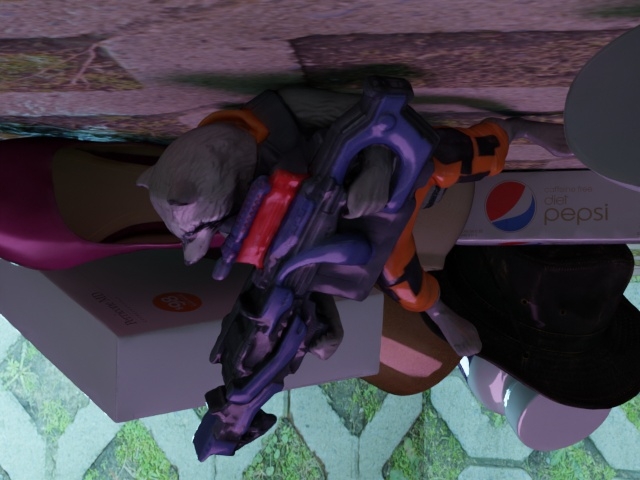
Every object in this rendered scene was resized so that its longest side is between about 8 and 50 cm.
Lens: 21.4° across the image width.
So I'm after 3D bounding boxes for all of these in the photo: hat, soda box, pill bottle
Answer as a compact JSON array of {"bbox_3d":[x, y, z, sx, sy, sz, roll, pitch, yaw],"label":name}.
[{"bbox_3d":[0.259,0.027,1.908,0.331,0.331,0.134,3,133,-32],"label":"hat"},{"bbox_3d":[0.238,-0.033,1.744,0.216,0.074,0.069,0,176,18],"label":"soda box"},{"bbox_3d":[0.237,0.107,2.061,0.169,0.169,0.301,3,-142,-26],"label":"pill bottle"}]

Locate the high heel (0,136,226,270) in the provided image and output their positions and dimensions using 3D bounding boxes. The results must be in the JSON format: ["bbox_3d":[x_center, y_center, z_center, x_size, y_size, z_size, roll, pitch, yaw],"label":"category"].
[{"bbox_3d":[-0.146,-0.053,1.494,0.377,0.127,0.181,2,160,-43],"label":"high heel"}]

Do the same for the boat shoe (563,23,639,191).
[{"bbox_3d":[0.282,-0.073,0.883,0.306,0.113,0.105,-12,155,32],"label":"boat shoe"}]

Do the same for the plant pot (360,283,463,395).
[{"bbox_3d":[0.030,0.039,2.000,0.254,0.237,0.237,21,164,-37],"label":"plant pot"}]

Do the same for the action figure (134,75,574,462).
[{"bbox_3d":[0.000,0.000,1.277,0.330,0.341,0.178,13,-149,-39],"label":"action figure"}]

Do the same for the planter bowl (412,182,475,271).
[{"bbox_3d":[0.074,-0.024,1.669,0.162,0.109,0.162,1,177,0],"label":"planter bowl"}]

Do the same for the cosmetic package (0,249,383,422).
[{"bbox_3d":[-0.156,0.049,1.703,0.284,0.097,0.377,-10,-157,-30],"label":"cosmetic package"}]
